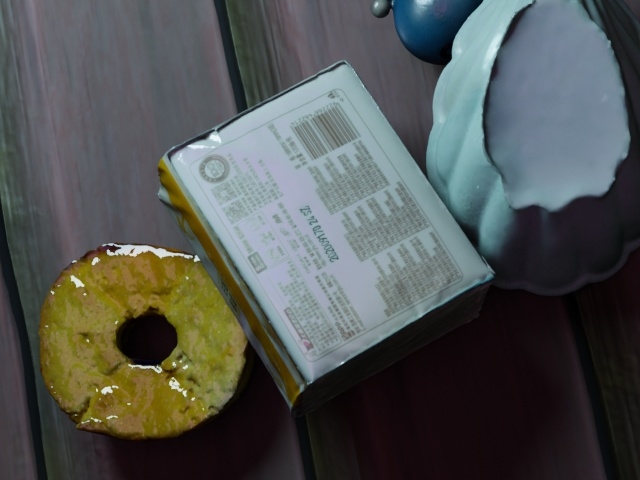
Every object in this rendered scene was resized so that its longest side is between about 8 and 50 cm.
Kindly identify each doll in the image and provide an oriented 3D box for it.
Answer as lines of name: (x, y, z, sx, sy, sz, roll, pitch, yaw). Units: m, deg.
doll: (0.097, -0.208, 1.327, 0.114, 0.085, 0.152, -22, 67, -5)

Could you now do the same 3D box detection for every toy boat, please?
toy boat: (0.182, -0.096, 1.243, 0.200, 0.100, 0.290, -2, 94, 4)

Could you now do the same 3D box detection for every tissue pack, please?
tissue pack: (0.000, 0.000, 1.281, 0.185, 0.124, 0.225, -29, 74, -12)

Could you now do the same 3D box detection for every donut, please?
donut: (-0.144, 0.088, 1.370, 0.190, 0.074, 0.174, -11, 79, 12)
